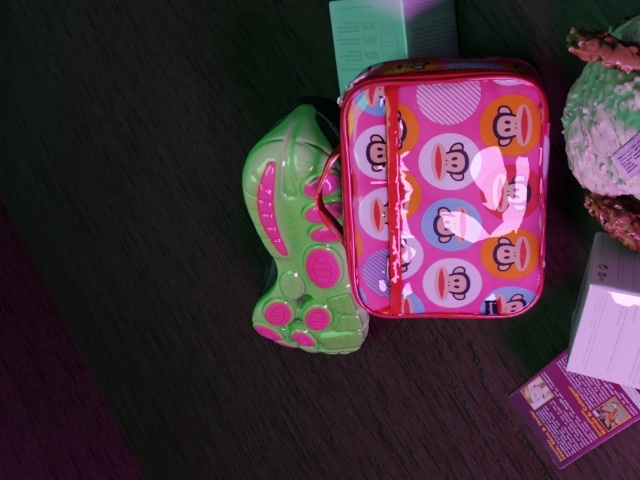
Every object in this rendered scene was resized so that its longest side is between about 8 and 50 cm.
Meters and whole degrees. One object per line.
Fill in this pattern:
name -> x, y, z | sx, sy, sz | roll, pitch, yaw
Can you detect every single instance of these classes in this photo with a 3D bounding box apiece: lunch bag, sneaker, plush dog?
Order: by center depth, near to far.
plush dog -> 0.283, -0.111, 0.766 | 0.225, 0.210, 0.262 | 121, 160, -81
lunch bag -> 0.121, -0.058, 0.984 | 0.258, 0.120, 0.293 | 0, 113, 9
sneaker -> 0.000, 0.000, 1.256 | 0.185, 0.202, 0.483 | 12, 140, 8

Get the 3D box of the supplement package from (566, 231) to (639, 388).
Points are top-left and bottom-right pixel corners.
supplement package -> 0.335, 0.076, 0.823 | 0.179, 0.105, 0.105 | 14, 122, 13

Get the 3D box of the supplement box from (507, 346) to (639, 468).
supplement box -> 0.311, 0.162, 0.980 | 0.104, 0.081, 0.188 | 55, 142, 18

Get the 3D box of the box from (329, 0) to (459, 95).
box -> 0.094, -0.214, 1.067 | 0.130, 0.091, 0.170 | 13, 117, 49
